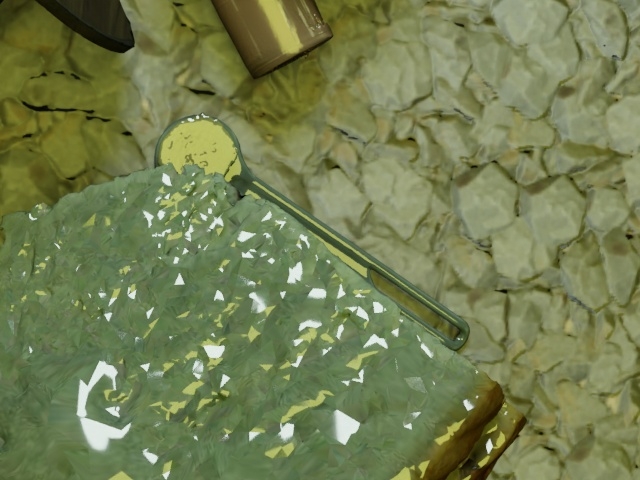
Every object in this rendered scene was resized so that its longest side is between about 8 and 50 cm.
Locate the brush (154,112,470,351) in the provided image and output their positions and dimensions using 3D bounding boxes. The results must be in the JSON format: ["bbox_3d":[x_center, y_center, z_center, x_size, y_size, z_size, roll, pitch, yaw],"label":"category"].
[{"bbox_3d":[0.000,0.000,0.815,0.266,0.027,0.062,34,88,-9],"label":"brush"}]

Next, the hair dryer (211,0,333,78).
[{"bbox_3d":[0.007,-0.199,0.794,0.182,0.064,0.117,-28,95,-14],"label":"hair dryer"}]

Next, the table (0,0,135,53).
[{"bbox_3d":[-0.296,-0.171,0.676,0.249,0.317,0.317,-29,97,7],"label":"table"}]

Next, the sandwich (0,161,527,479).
[{"bbox_3d":[-0.079,0.103,0.694,0.325,0.131,0.262,35,76,22],"label":"sandwich"}]
